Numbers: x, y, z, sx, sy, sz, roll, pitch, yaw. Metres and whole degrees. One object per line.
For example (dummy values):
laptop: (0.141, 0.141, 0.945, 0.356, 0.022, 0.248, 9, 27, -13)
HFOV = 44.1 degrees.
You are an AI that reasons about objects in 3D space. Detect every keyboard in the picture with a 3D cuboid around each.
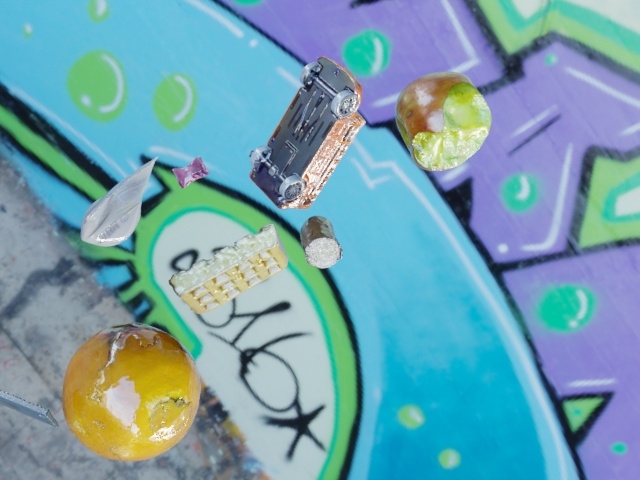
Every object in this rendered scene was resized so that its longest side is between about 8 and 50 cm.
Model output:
keyboard: (-0.522, 0.273, 1.333, 0.055, 0.176, 0.014, 83, 29, -51)

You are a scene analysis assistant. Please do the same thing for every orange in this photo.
orange: (-0.338, 0.271, 1.418, 0.246, 0.246, 0.246, 41, 29, -29)

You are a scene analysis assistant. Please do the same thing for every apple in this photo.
apple: (0.314, -0.308, 2.004, 0.246, 0.226, 0.246, -23, 90, -89)

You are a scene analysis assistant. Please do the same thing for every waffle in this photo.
waffle: (-0.186, 0.068, 1.691, 0.055, 0.248, 0.221, 60, -4, 16)

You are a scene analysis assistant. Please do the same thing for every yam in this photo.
yam: (-0.002, 0.002, 1.709, 0.084, 0.084, 0.127, 45, 10, -23)

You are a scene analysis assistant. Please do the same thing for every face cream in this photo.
face cream: (-0.543, -0.084, 2.092, 0.137, 0.420, 0.235, 48, 67, -5)

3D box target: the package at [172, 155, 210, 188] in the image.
package: (-0.331, -0.175, 2.017, 0.059, 0.083, 0.029, 61, -6, 10)

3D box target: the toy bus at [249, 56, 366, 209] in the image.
toy bus: (-0.013, -0.231, 1.738, 0.153, 0.329, 0.143, 5, 34, -51)
